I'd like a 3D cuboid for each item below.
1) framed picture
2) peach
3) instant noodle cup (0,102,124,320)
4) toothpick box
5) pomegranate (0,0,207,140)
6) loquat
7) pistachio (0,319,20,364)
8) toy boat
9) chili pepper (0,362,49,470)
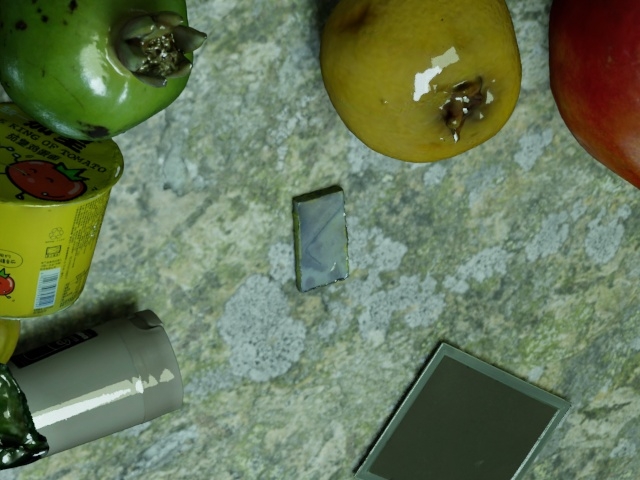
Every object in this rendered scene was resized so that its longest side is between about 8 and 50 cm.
[{"bbox_3d":[0.175,0.240,2.101,0.252,0.014,0.197,27,98,-39],"label":"framed picture"},{"bbox_3d":[0.382,-0.206,1.831,0.281,0.281,0.338,-18,119,-23],"label":"peach"},{"bbox_3d":[-0.279,-0.021,1.581,0.182,0.182,0.144,-7,126,-29],"label":"instant noodle cup"},{"bbox_3d":[-0.238,0.148,1.731,0.181,0.111,0.111,-19,123,-21],"label":"toothpick box"},{"bbox_3d":[-0.185,-0.176,1.517,0.187,0.225,0.187,-8,103,-36],"label":"pomegranate"},{"bbox_3d":[0.102,-0.180,1.712,0.208,0.208,0.208,-15,121,-25],"label":"loquat"},{"bbox_3d":[-0.362,0.117,1.637,0.189,0.110,0.100,-45,138,-2],"label":"pistachio"},{"bbox_3d":[0.000,0.000,1.862,0.063,0.016,0.115,-17,122,-24],"label":"toy boat"},{"bbox_3d":[-0.364,0.104,1.513,0.148,0.116,0.264,-25,128,9],"label":"chili pepper"}]
